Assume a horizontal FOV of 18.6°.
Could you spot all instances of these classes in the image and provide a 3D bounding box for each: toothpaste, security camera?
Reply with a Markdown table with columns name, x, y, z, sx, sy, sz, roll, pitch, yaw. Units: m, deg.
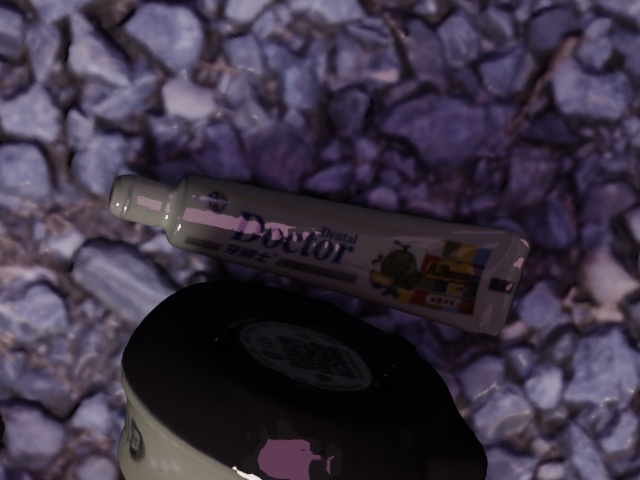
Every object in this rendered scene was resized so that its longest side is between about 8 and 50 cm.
| name | x | y | z | sx | sy | sz | roll | pitch | yaw |
| --- | --- | --- | --- | --- | --- | --- | --- | --- | --- |
| toothpaste | 0.000 | 0.000 | 1.162 | 0.255 | 0.037 | 0.067 | 14 | 101 | -13 |
| security camera | -0.050 | 0.182 | 1.127 | 0.191 | 0.197 | 0.277 | 11 | 110 | -22 |
